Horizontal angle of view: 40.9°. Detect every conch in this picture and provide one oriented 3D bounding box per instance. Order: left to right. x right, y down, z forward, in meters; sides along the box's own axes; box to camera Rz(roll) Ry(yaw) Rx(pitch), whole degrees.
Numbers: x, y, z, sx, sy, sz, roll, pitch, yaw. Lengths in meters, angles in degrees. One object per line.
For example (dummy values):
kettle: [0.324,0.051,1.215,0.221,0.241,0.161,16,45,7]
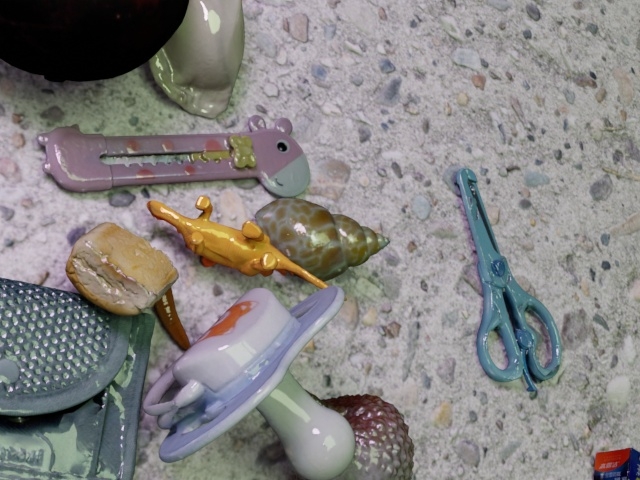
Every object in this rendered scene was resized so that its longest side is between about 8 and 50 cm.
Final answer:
conch: [-0.011,-0.002,1.221,0.173,0.106,0.116,42,36,2]

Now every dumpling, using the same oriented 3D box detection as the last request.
dumpling: [-0.179,-0.286,1.196,0.151,0.124,0.229,-1,99,-19]

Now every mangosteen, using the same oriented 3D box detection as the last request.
mangosteen: [-0.287,-0.341,1.021,0.297,0.313,0.297,34,28,-21]

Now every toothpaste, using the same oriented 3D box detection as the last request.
toothpaste: [0.612,0.451,1.486,0.320,0.076,0.066,30,58,-22]

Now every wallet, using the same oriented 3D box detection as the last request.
wallet: [-0.358,0.154,0.964,0.342,0.075,0.237,17,63,-27]

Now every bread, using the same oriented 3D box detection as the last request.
bread: [-0.247,0.040,1.042,0.125,0.082,0.106,37,23,-3]

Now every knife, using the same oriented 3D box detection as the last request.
knife: [-0.184,-0.113,1.182,0.399,0.038,0.132,-6,75,-33]

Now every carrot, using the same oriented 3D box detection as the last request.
carrot: [-0.202,0.080,1.112,0.035,0.035,0.142,-22,93,-36]

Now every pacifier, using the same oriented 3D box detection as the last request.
pacifier: [-0.056,0.190,1.016,0.233,0.244,0.299,48,47,-3]

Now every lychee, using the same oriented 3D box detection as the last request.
lychee: [0.038,0.270,1.123,0.165,0.165,0.197,-37,116,-35]

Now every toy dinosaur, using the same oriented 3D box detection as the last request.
toy dinosaur: [-0.101,0.016,1.148,0.288,0.117,0.070,25,75,-7]

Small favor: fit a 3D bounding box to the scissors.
scissors: [0.301,0.061,1.441,0.180,0.032,0.393,-10,80,-35]
